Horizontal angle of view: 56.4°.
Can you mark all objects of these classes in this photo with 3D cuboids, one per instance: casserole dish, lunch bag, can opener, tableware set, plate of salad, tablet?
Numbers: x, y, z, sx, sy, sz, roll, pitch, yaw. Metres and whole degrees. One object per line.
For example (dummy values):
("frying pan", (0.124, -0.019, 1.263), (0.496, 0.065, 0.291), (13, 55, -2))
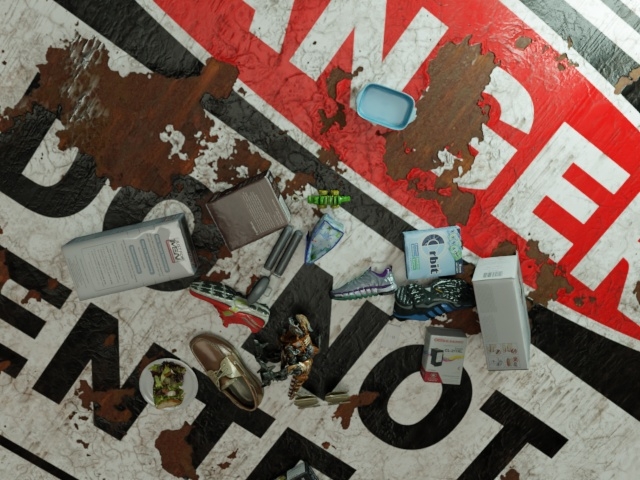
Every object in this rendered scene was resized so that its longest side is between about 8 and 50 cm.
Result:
("casserole dish", (0.199, -0.412, 1.835), (0.189, 0.037, 0.114), (18, 103, -5))
("lunch bag", (0.000, 0.000, 1.884), (0.096, 0.129, 0.151), (34, 103, -4))
("can opener", (-0.144, 0.086, 1.925), (0.074, 0.093, 0.280), (28, 96, -10))
("tableware set", (0.004, 0.535, 2.044), (0.194, 0.128, 0.039), (-7, 62, 2))
("plate of salad", (-0.520, 0.497, 2.035), (0.200, 0.048, 0.199), (0, 104, -1))
("tablet", (0.241, 0.327, 2.036), (0.054, 0.006, 0.083), (15, 104, -6))

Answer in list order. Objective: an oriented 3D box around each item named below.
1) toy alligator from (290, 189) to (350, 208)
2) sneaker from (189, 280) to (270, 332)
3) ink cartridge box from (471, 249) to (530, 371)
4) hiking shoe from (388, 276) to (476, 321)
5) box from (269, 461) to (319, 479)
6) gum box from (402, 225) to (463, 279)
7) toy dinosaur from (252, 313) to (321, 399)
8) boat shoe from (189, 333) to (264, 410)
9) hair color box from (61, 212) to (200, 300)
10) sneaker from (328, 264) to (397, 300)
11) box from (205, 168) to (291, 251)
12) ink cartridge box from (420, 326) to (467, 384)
("toy alligator", (0.000, -0.128, 1.892), (0.190, 0.051, 0.056), (0, 104, -2))
("sneaker", (-0.307, 0.224, 1.947), (0.279, 0.107, 0.118), (25, 107, -7))
("ink cartridge box", (0.587, 0.217, 1.915), (0.130, 0.272, 0.309), (-7, 105, 23))
("hiking shoe", (0.379, 0.201, 1.974), (0.304, 0.113, 0.132), (0, 138, -11))
("box", (-0.105, 0.989, 2.157), (0.293, 0.073, 0.295), (-29, 103, 6))
("gum box", (0.367, 0.040, 1.950), (0.185, 0.041, 0.156), (-7, 104, 1))
("toy dinosaur", (-0.099, 0.400, 1.977), (0.219, 0.164, 0.321), (-7, 98, -15))
("boat shoe", (-0.309, 0.441, 1.991), (0.123, 0.116, 0.324), (-43, 101, 8))
("hair color box", (-0.594, 0.050, 1.888), (0.375, 0.113, 0.185), (-13, 104, 2))
("sneaker", (0.136, 0.140, 1.965), (0.224, 0.083, 0.098), (-8, 76, 3))
("box", (-0.215, -0.095, 1.834), (0.203, 0.168, 0.167), (-24, 104, 4))
("ink cartridge box", (0.416, 0.389, 2.022), (0.128, 0.072, 0.175), (4, 104, -2))
